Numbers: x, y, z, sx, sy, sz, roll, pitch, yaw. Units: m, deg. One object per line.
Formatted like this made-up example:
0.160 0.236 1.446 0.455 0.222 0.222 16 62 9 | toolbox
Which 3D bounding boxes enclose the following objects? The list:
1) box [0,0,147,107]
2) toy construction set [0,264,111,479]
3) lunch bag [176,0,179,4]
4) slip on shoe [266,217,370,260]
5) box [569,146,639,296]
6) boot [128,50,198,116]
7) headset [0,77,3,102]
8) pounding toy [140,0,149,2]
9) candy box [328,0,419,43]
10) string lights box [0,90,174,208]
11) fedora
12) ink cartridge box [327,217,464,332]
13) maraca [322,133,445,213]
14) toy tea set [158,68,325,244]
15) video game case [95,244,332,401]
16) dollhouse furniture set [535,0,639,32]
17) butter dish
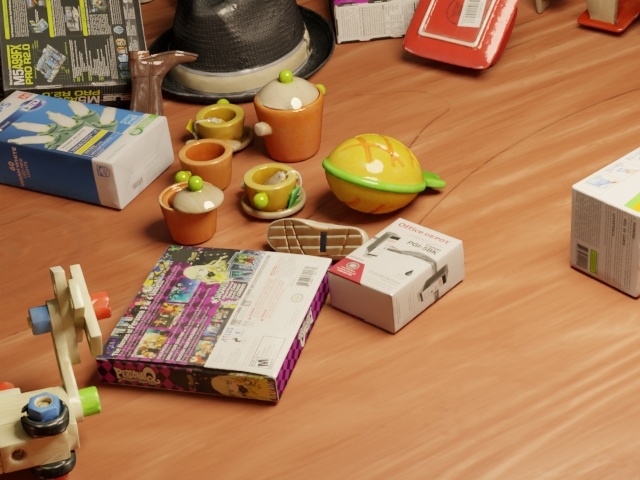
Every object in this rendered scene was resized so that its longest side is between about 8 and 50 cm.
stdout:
-0.378 -0.322 2.127 0.216 0.060 0.270 -5 60 -13 | box
-0.355 0.159 1.451 0.328 0.151 0.215 -24 35 -8 | toy construction set
-0.203 -0.420 2.376 0.098 0.067 0.065 18 39 36 | lunch bag
0.000 0.000 1.727 0.135 0.051 0.041 1 -7 25 | slip on shoe
0.398 -0.039 1.656 0.203 0.114 0.103 -27 39 -32 | box
-0.229 -0.219 2.052 0.106 0.114 0.037 -2 5 -12 | boot
-0.471 -0.375 2.240 0.243 0.185 0.394 -6 44 -2 | headset
-0.345 -0.507 2.448 0.269 0.155 0.154 -7 35 2 | pounding toy
0.133 -0.392 2.280 0.233 0.071 0.159 -6 32 -2 | candy box
-0.348 -0.127 1.938 0.260 0.076 0.133 12 38 25 | string lights box
-0.133 -0.346 2.174 0.334 0.152 0.334 -4 33 3 | fedora
0.089 0.038 1.636 0.099 0.056 0.135 21 42 36 | ink cartridge box
0.081 -0.085 1.798 0.127 0.099 0.186 29 20 34 | maraca
-0.105 -0.126 1.855 0.200 0.124 0.336 0 33 9 | toy tea set
-0.114 0.088 1.602 0.210 0.042 0.232 4 34 15 | video game case
0.507 -0.408 2.235 0.262 0.135 0.259 22 53 36 | dollhouse furniture set
0.232 -0.326 2.133 0.160 0.118 0.160 18 82 33 | butter dish
